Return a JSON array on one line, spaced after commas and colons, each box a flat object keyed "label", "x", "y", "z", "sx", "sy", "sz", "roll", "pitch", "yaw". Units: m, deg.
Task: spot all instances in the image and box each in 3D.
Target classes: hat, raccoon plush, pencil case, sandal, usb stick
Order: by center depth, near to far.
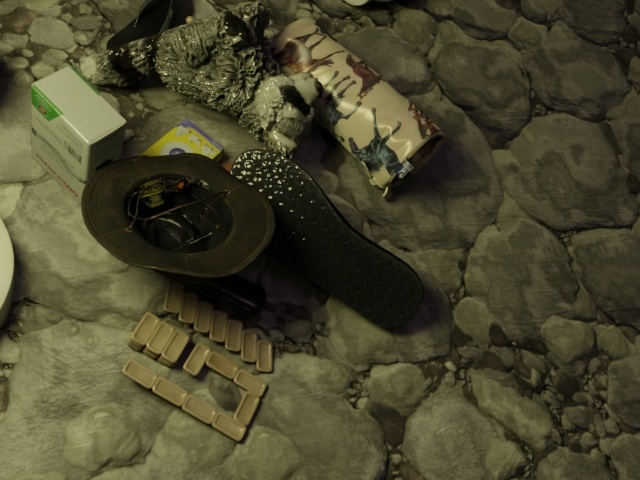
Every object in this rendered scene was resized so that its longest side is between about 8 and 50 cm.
[{"label": "hat", "x": -0.247, "y": -0.011, "z": 1.350, "sx": 0.331, "sy": 0.134, "sz": 0.331, "roll": 8, "pitch": 40, "yaw": -7}, {"label": "usb stick", "x": -0.227, "y": 0.057, "z": 1.429, "sx": 0.278, "sy": 0.045, "sz": 0.077, "roll": 27, "pitch": 30, "yaw": -2}, {"label": "sandal", "x": -0.001, "y": 0.003, "z": 1.496, "sx": 0.446, "sy": 0.107, "sz": 0.167, "roll": 41, "pitch": 96, "yaw": -9}, {"label": "raccoon plush", "x": -0.217, "y": -0.283, "z": 1.568, "sx": 0.216, "sy": 0.446, "sz": 0.299, "roll": -45, "pitch": 122, "yaw": -57}, {"label": "pencil case", "x": 0.055, "y": -0.283, "z": 1.641, "sx": 0.410, "sy": 0.160, "sz": 0.183, "roll": 43, "pitch": 84, "yaw": 8}, {"label": "sandal", "x": -0.355, "y": -0.463, "z": 1.669, "sx": 0.097, "sy": 0.054, "sz": 0.254, "roll": 29, "pitch": 58, "yaw": -1}]

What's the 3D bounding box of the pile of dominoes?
[{"label": "pile of dominoes", "x": -0.210, "y": 0.210, "z": 1.379, "sx": 0.251, "sy": 0.040, "sz": 0.196, "roll": 33, "pitch": 55, "yaw": -8}]

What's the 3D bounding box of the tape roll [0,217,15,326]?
[{"label": "tape roll", "x": -0.700, "y": 0.055, "z": 1.273, "sx": 0.392, "sy": 0.072, "sz": 0.392, "roll": 8, "pitch": 60, "yaw": -13}]

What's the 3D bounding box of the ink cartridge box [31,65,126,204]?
[{"label": "ink cartridge box", "x": -0.435, "y": -0.180, "z": 1.404, "sx": 0.153, "sy": 0.208, "sz": 0.087, "roll": 44, "pitch": 56, "yaw": 7}]

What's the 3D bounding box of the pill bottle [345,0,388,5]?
[{"label": "pill bottle", "x": 0.185, "y": -0.689, "z": 1.884, "sx": 0.334, "sy": 0.188, "sz": 0.188, "roll": -35, "pitch": 77, "yaw": -29}]

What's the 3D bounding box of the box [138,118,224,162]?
[{"label": "box", "x": -0.286, "y": -0.150, "z": 1.532, "sx": 0.105, "sy": 0.043, "sz": 0.179, "roll": 39, "pitch": 60, "yaw": 6}]

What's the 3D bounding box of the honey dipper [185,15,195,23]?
[{"label": "honey dipper", "x": -0.217, "y": -0.448, "z": 1.711, "sx": 0.161, "sy": 0.030, "sz": 0.030, "roll": 24, "pitch": 58, "yaw": -11}]

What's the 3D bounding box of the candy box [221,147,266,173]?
[{"label": "candy box", "x": -0.160, "y": -0.095, "z": 1.521, "sx": 0.187, "sy": 0.053, "sz": 0.109, "roll": -28, "pitch": 84, "yaw": -31}]
